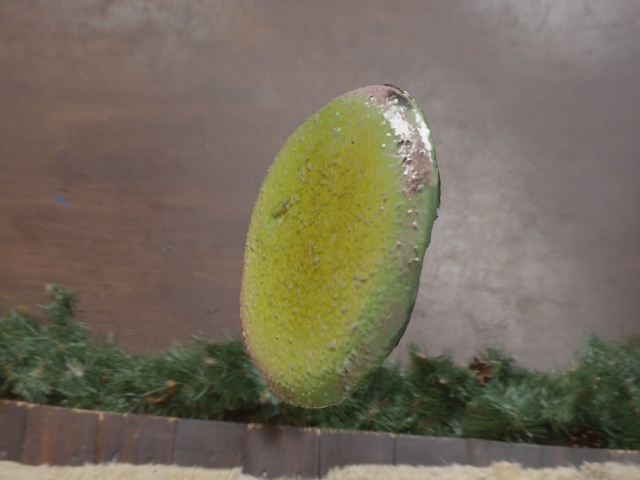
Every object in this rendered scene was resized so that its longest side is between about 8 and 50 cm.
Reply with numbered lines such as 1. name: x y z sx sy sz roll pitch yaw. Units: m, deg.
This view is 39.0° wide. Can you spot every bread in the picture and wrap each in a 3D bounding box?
1. bread: 0.000 0.000 0.618 0.034 0.228 0.228 15 81 -29
